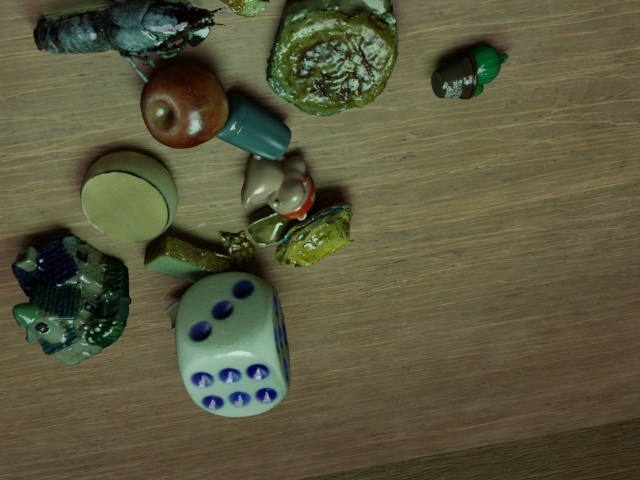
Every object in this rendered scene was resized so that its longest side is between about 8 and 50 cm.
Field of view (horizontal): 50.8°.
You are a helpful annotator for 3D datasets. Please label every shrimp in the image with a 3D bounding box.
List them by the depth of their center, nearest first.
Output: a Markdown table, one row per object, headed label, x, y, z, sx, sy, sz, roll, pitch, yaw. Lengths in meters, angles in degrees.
| label | x | y | z | sx | sy | sz | roll | pitch | yaw |
| --- | --- | --- | --- | --- | --- | --- | --- | --- | --- |
| shrimp | -0.401 | -0.442 | 1.411 | 0.410 | 0.166 | 0.221 | -8 | 109 | -6 |

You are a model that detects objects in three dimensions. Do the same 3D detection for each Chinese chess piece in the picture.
| label | x | y | z | sx | sy | sz | roll | pitch | yaw |
| --- | --- | --- | --- | --- | --- | --- | --- | --- | --- |
| Chinese chess piece | -0.496 | -0.110 | 1.752 | 0.250 | 0.103 | 0.250 | 2 | 128 | 2 |

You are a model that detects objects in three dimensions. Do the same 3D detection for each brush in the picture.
| label | x | y | z | sx | sy | sz | roll | pitch | yaw |
| --- | --- | --- | --- | --- | --- | --- | --- | --- | --- |
| brush | -0.331 | -0.501 | 1.478 | 0.063 | 0.016 | 0.193 | -38 | 132 | 24 |

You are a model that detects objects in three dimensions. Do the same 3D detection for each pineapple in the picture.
| label | x | y | z | sx | sy | sz | roll | pitch | yaw |
| --- | --- | --- | --- | --- | --- | --- | --- | --- | --- |
| pineapple | -0.255 | 0.011 | 2.002 | 0.114 | 0.077 | 0.114 | 39 | 83 | -28 |

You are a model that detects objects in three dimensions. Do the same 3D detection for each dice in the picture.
| label | x | y | z | sx | sy | sz | roll | pitch | yaw |
| --- | --- | --- | --- | --- | --- | --- | --- | --- | --- |
| dice | -0.240 | 0.292 | 1.904 | 0.277 | 0.304 | 0.304 | -8 | 133 | 0 |

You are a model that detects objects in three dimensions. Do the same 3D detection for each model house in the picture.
| label | x | y | z | sx | sy | sz | roll | pitch | yaw |
| --- | --- | --- | --- | --- | --- | --- | --- | --- | --- |
| model house | -0.710 | 0.146 | 1.855 | 0.243 | 0.298 | 0.284 | -29 | 134 | 17 |

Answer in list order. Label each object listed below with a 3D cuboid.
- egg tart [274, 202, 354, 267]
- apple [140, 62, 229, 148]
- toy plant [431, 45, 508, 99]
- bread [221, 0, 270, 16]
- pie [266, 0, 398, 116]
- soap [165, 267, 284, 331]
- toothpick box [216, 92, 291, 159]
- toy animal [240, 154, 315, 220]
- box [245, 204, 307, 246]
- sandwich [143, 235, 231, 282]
| label | x | y | z | sx | sy | sz | roll | pitch | yaw |
| --- | --- | --- | --- | --- | --- | --- | --- | --- | --- |
| egg tart | 0.000 | 0.000 | 1.925 | 0.291 | 0.107 | 0.291 | -33 | 169 | -7 |
| apple | -0.310 | -0.313 | 1.562 | 0.201 | 0.162 | 0.201 | 13 | 119 | 25 |
| toy plant | 0.376 | -0.410 | 1.674 | 0.200 | 0.105 | 0.143 | -17 | 146 | -12 |
| bread | -0.160 | -0.530 | 1.399 | 0.069 | 0.140 | 0.128 | -32 | 128 | 31 |
| pie | 0.031 | -0.428 | 1.574 | 0.288 | 0.103 | 0.355 | 12 | 134 | -16 |
| soap | -0.301 | 0.223 | 2.139 | 0.281 | 0.143 | 0.259 | -29 | 144 | 20 |
| toothpick box | -0.166 | -0.277 | 1.675 | 0.184 | 0.120 | 0.120 | 24 | 126 | -37 |
| toy animal | -0.107 | -0.143 | 1.799 | 0.197 | 0.171 | 0.171 | 14 | 130 | -22 |
| box | -0.127 | -0.046 | 1.931 | 0.177 | 0.111 | 0.111 | -22 | 136 | 10 |
| sandwich | -0.391 | 0.061 | 1.961 | 0.214 | 0.065 | 0.186 | 22 | 153 | -32 |
